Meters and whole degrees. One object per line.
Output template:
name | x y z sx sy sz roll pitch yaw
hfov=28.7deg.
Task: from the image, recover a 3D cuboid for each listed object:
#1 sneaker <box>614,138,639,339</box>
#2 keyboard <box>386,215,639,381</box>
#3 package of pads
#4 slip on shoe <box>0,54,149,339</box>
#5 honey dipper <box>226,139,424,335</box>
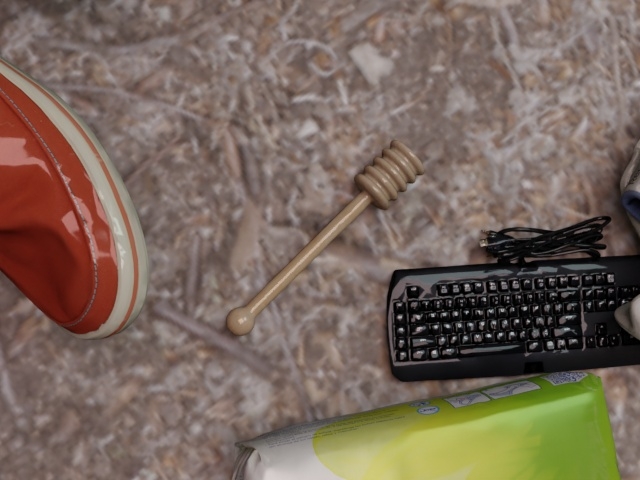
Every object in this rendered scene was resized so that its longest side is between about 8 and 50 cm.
sneaker | 0.263 -0.061 0.796 0.129 0.111 0.297 11 76 -5
keyboard | 0.137 0.036 0.804 0.192 0.038 0.100 -4 84 -11
package of pads | 0.075 0.242 0.739 0.229 0.101 0.297 -9 85 -12
slip on shoe | -0.226 -0.067 0.700 0.331 0.123 0.101 48 42 3
honey dipper | 0.000 0.000 0.788 0.160 0.030 0.030 -44 92 -10
